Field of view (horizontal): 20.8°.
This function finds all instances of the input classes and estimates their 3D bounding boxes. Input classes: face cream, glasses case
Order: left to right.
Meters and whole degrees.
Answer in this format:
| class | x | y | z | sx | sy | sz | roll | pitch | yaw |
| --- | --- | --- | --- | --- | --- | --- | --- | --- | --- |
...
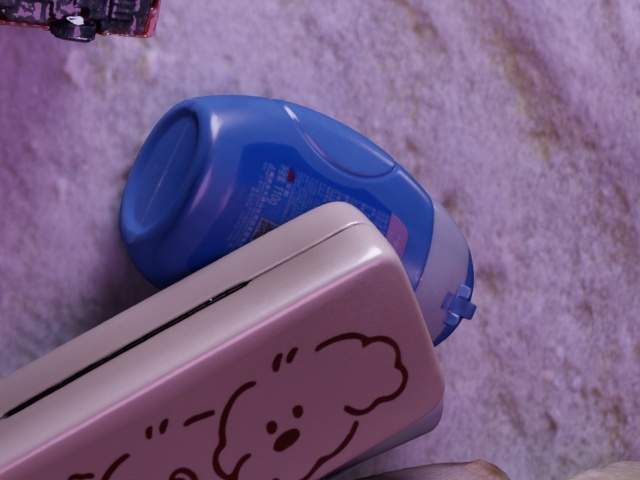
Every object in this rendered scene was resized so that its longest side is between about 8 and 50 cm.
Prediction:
| class | x | y | z | sx | sy | sz | roll | pitch | yaw |
| --- | --- | --- | --- | --- | --- | --- | --- | --- | --- |
| glasses case | -0.093 | 0.114 | 1.055 | 0.336 | 0.076 | 0.144 | -30 | 128 | -9 |
| face cream | 0.000 | 0.000 | 1.140 | 0.264 | 0.083 | 0.149 | 25 | 92 | -36 |

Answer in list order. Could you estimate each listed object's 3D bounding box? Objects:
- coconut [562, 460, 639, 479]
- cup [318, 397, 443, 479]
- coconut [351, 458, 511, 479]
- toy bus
| class | x | y | z | sx | sy | sz | roll | pitch | yaw |
| --- | --- | --- | --- | --- | --- | --- | --- | --- | --- |
| coconut | 0.268 | 0.307 | 1.256 | 0.328 | 0.329 | 0.329 | -9 | 107 | -32 |
| cup | 0.018 | 0.129 | 1.203 | 0.116 | 0.074 | 0.104 | -14 | 133 | -36 |
| coconut | 0.056 | 0.252 | 1.146 | 0.224 | 0.224 | 0.234 | 26 | 79 | -36 |
| toy bus | -0.186 | -0.153 | 0.979 | 0.192 | 0.077 | 0.065 | 1 | 106 | -33 |
